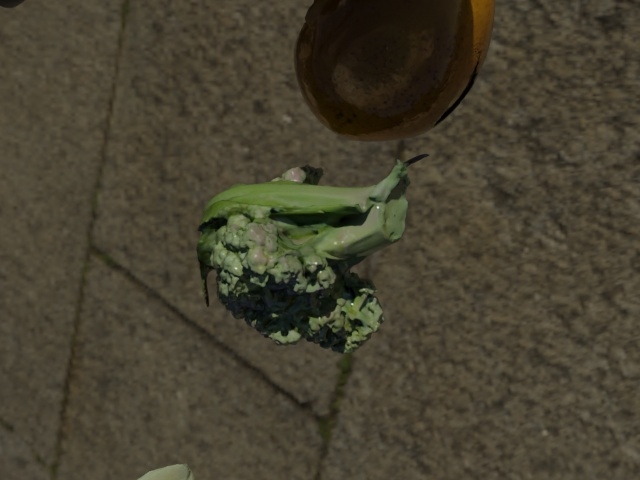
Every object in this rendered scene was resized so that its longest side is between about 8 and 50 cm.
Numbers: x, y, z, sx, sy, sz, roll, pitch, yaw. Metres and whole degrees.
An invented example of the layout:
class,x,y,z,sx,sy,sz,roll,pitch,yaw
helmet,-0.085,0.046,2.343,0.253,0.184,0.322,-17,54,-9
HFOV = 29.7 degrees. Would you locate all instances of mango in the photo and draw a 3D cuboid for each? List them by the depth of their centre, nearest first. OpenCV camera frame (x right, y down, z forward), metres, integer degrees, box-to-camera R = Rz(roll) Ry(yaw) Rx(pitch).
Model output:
class,x,y,z,sx,sy,sz,roll,pitch,yaw
mango,0.093,-0.230,1.339,0.191,0.160,0.290,37,123,8

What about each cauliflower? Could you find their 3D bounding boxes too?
class,x,y,z,sx,sy,sz,roll,pitch,yaw
cauliflower,0.000,0.000,1.381,0.315,0.256,0.239,-25,70,27

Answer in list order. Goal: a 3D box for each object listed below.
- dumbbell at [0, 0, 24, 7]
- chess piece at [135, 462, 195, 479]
class,x,y,z,sx,sy,sz,roll,pitch,yaw
dumbbell,-0.379,-0.425,1.640,0.225,0.124,0.140,-30,40,16
chess piece,-0.191,0.450,1.695,0.133,0.133,0.243,-11,108,47
